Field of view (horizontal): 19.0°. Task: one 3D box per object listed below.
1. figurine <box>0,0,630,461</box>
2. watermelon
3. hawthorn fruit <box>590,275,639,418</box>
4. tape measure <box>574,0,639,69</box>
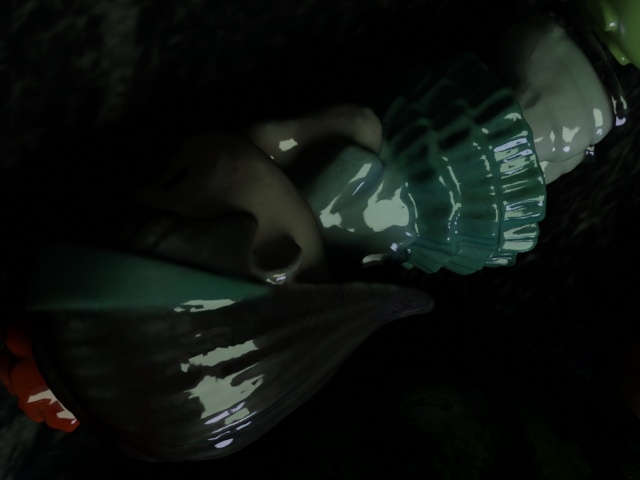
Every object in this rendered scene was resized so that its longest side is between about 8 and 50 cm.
[{"bbox_3d":[0.000,0.000,0.721,0.245,0.110,0.138,-28,170,-21],"label":"figurine"},{"bbox_3d":[0.054,0.175,0.858,0.269,0.269,0.269,-24,145,-18],"label":"watermelon"},{"bbox_3d":[0.219,0.069,0.952,0.173,0.173,0.173,-24,145,-18],"label":"hawthorn fruit"},{"bbox_3d":[0.169,-0.126,0.728,0.177,0.087,0.154,-15,147,-21],"label":"tape measure"}]
